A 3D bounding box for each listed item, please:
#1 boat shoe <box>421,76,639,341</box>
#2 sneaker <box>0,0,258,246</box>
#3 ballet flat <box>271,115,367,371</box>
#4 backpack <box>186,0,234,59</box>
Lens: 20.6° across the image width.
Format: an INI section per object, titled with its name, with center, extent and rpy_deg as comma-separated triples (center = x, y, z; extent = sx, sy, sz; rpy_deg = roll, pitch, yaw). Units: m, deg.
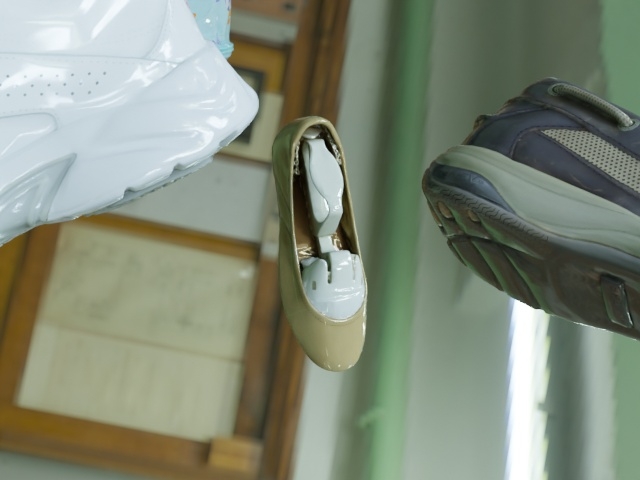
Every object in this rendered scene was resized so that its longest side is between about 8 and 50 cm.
[boat shoe]
center = 0.225, 0.003, 0.928
extent = 0.130, 0.355, 0.132
rpy_deg = -55, 156, -17
[sneaker]
center = -0.142, -0.036, 0.576
extent = 0.115, 0.232, 0.090
rpy_deg = 63, -22, -4
[ballet flat]
center = 0.000, 0.000, 1.565
extent = 0.073, 0.080, 0.232
rpy_deg = 148, -68, -66
[backpack]
center = -0.185, -0.160, 1.162
extent = 0.225, 0.253, 0.191
rpy_deg = -15, 108, -59
